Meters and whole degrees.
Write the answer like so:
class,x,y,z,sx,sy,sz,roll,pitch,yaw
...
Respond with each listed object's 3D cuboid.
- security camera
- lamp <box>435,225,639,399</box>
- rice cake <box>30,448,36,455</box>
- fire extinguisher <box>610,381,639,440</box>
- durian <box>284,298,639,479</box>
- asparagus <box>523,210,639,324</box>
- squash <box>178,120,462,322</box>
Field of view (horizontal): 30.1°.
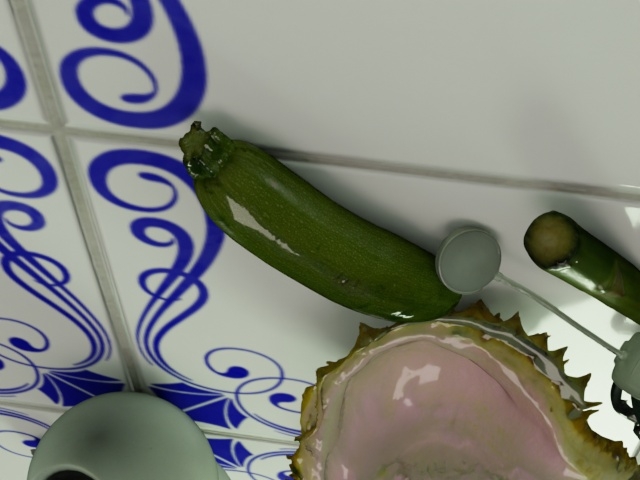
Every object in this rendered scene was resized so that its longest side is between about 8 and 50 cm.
class,x,y,z,sx,sy,sz,roll,pitch,yaw
security camera,-0.185,0.251,1.187,0.194,0.195,0.236,3,143,10
lamp,0.172,0.053,0.878,0.198,0.056,0.050,29,99,-19
rice cake,-0.246,0.312,1.416,0.081,0.051,0.290,-6,144,23
fire extinguisher,0.307,0.101,0.906,0.118,0.093,0.294,29,146,-3
durian,0.094,0.137,0.974,0.305,0.186,0.196,-13,123,20
asparagus,0.207,0.025,0.863,0.045,0.041,0.178,27,180,42
squash,0.000,0.000,0.851,0.258,0.069,0.069,30,143,-28
